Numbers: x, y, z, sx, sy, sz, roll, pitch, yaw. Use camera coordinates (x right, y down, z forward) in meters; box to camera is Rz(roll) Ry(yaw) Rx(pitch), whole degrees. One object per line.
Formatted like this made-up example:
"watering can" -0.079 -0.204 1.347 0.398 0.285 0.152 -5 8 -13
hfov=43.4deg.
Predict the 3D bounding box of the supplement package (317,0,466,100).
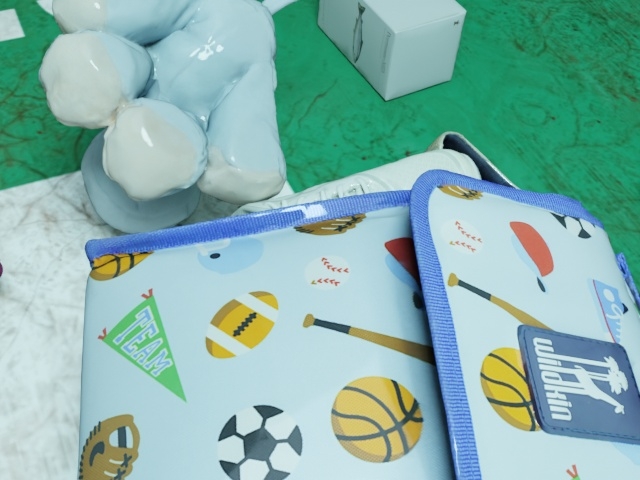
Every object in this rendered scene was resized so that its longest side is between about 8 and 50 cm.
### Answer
"supplement package" 0.084 -0.280 1.013 0.105 0.105 0.179 -20 53 -21

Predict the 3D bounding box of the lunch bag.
"lunch bag" 0.047 0.140 0.530 0.385 0.239 0.328 -8 56 1

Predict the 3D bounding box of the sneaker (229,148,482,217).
"sneaker" 0.000 0.000 0.687 0.292 0.118 0.110 -26 58 9

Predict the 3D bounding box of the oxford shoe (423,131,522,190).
"oxford shoe" 0.199 0.063 0.692 0.140 0.146 0.397 -23 55 -37

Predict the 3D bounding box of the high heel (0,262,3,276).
"high heel" -0.451 0.109 0.661 0.377 0.127 0.181 -11 80 -19

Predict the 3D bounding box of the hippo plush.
"hippo plush" -0.165 -0.137 0.765 0.234 0.236 0.294 23 60 -27
